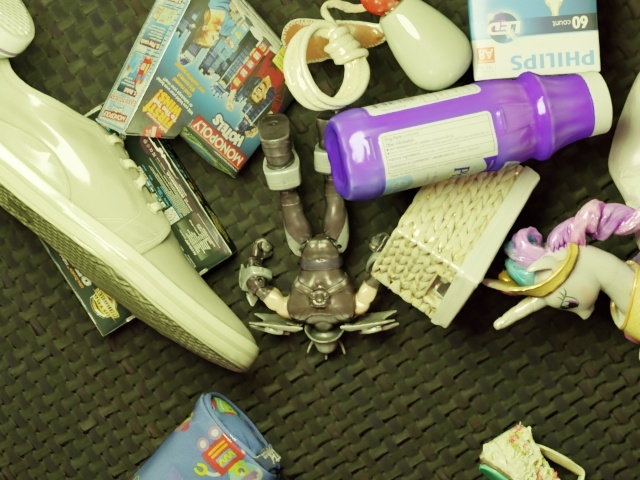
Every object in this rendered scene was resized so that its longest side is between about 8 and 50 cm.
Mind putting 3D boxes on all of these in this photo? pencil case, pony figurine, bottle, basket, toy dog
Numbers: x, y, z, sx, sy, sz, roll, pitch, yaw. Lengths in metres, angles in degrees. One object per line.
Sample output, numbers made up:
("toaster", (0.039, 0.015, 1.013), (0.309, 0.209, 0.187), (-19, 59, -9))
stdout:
("pencil case", (-0.169, 0.312, 1.747), (0.133, 0.119, 0.306), (40, 97, -12))
("pony figurine", (0.390, 0.003, 1.624), (0.363, 0.303, 0.351), (25, 107, -15))
("bottle", (0.149, -0.110, 1.582), (0.283, 0.118, 0.092), (-13, 90, -10))
("basket", (0.139, -0.013, 1.658), (0.103, 0.113, 0.167), (31, 57, 3))
("toy dog", (0.001, -0.278, 1.648), (0.220, 0.161, 0.333), (-22, 84, -20))

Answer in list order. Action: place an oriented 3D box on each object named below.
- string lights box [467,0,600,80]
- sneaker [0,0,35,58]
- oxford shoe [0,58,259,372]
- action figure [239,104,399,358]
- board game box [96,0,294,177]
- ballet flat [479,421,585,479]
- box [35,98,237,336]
("string lights box", (0.217, -0.300, 1.646), (0.133, 0.077, 0.259), (-4, 94, 5))
("sneaker", (-0.417, -0.231, 1.672), (0.282, 0.102, 0.161), (41, 105, 35))
("oxford shoe", (-0.225, -0.033, 1.646), (0.449, 0.169, 0.130), (42, 72, -1))
("action figure", (0.000, 0.000, 1.712), (0.185, 0.099, 0.285), (-6, 111, -3))
("board game box", (-0.133, -0.164, 1.659), (0.194, 0.060, 0.194), (-53, 131, -11))
("ballet flat", (0.280, 0.293, 1.739), (0.241, 0.091, 0.077), (43, 72, -6))
("box", (-0.223, -0.032, 1.742), (0.175, 0.051, 0.220), (-33, 94, 7))
